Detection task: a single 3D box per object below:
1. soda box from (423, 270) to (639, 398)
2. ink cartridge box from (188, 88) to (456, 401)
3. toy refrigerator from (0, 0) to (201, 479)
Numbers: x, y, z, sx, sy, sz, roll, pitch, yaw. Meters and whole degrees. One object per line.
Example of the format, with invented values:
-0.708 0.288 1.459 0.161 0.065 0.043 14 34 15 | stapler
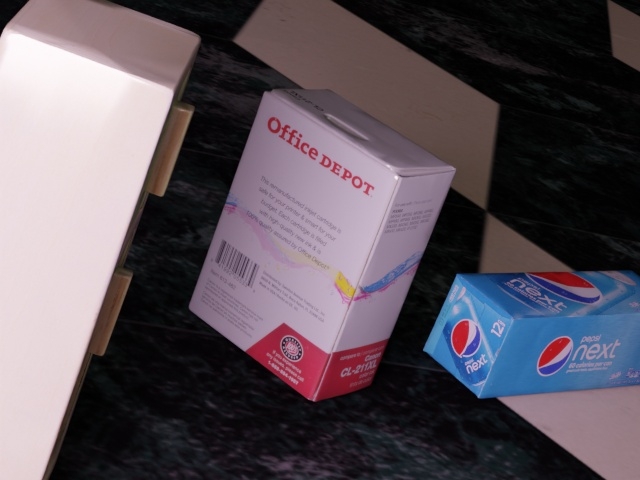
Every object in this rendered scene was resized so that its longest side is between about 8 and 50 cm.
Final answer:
0.183 0.069 1.342 0.210 0.071 0.067 0 30 -43 | soda box
0.000 0.000 1.196 0.127 0.175 0.072 35 26 31 | ink cartridge box
-0.143 0.017 0.895 0.094 0.270 0.102 19 21 -3 | toy refrigerator
